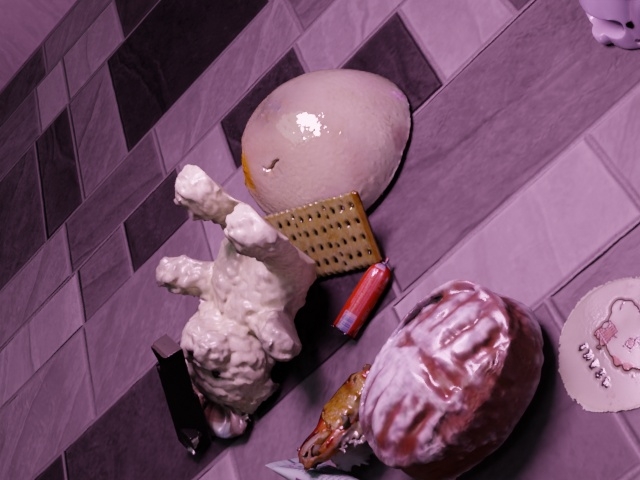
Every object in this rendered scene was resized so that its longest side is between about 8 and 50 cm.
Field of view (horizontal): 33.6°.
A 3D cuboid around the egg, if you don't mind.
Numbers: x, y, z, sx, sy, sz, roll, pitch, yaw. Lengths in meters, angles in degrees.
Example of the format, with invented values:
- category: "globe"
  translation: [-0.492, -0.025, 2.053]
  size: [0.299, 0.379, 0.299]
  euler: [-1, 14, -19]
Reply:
- category: "egg"
  translation: [-0.015, -0.184, 1.885]
  size: [0.337, 0.201, 0.337]
  euler: [-25, 51, 35]

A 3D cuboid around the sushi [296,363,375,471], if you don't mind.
- category: "sushi"
  translation: [0.059, 0.261, 1.576]
  size: [0.226, 0.103, 0.097]
  euler: [-54, 3, -8]

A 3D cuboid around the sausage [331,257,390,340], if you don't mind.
- category: "sausage"
  translation: [0.073, 0.090, 1.728]
  size: [0.145, 0.048, 0.050]
  euler: [-59, -1, -1]

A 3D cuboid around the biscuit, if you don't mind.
- category: "biscuit"
  translation: [0.000, 0.000, 1.816]
  size: [0.231, 0.016, 0.139]
  euler: [-13, 101, 42]

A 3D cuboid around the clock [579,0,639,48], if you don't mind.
- category: "clock"
  translation: [0.416, -0.416, 1.524]
  size: [0.189, 0.254, 0.188]
  euler: [-26, 45, 30]

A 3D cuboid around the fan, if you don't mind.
- category: "fan"
  translation: [0.433, 0.086, 1.357]
  size: [0.329, 0.009, 0.190]
  euler: [-44, 39, 19]

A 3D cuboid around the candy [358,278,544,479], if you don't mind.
- category: "candy"
  translation: [0.174, 0.191, 1.455]
  size: [0.289, 0.157, 0.214]
  euler: [-57, 42, 3]

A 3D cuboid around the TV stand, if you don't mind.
- category: "TV stand"
  translation: [-0.235, 0.263, 1.794]
  size: [0.040, 0.256, 0.049]
  euler: [-32, 48, -25]

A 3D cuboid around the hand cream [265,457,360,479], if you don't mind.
- category: "hand cream"
  translation: [0.051, 0.369, 1.540]
  size: [0.331, 0.085, 0.058]
  euler: [18, 109, 48]

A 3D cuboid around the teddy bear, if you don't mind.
- category: "teddy bear"
  translation: [-0.173, 0.127, 1.738]
  size: [0.327, 0.375, 0.362]
  euler: [37, 88, 31]
